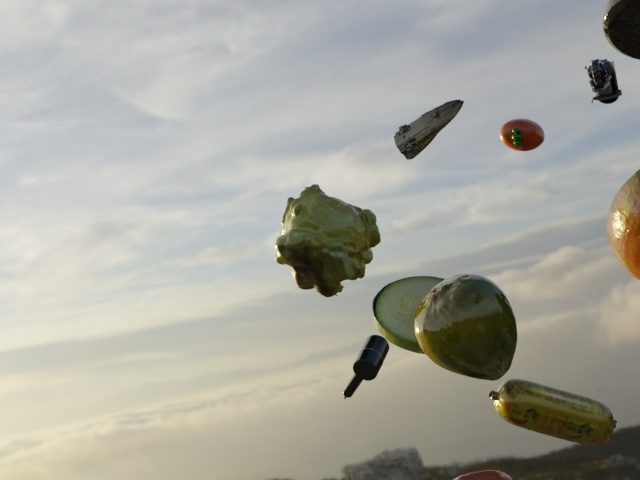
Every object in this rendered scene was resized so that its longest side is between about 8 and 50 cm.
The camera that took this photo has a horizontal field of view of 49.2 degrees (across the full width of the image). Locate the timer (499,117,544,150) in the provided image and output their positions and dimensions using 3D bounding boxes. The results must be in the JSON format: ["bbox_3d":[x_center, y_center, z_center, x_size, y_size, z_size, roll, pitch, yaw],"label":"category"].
[{"bbox_3d":[0.602,-0.314,2.104,0.136,0.099,0.136,-2,22,1],"label":"timer"}]

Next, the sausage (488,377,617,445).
[{"bbox_3d":[0.595,0.438,1.789,0.347,0.123,0.123,15,-11,-3],"label":"sausage"}]

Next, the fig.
[{"bbox_3d":[0.309,0.177,1.451,0.230,0.207,0.207,31,-34,-30],"label":"fig"}]

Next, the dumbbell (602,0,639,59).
[{"bbox_3d":[0.526,-0.400,1.068,0.152,0.218,0.152,18,-23,8],"label":"dumbbell"}]

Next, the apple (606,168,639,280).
[{"bbox_3d":[0.781,-0.005,1.592,0.254,0.346,0.179,14,56,44],"label":"apple"}]

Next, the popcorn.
[{"bbox_3d":[0.010,-0.004,2.033,0.312,0.312,0.312,-13,-9,-2],"label":"popcorn"}]

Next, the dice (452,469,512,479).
[{"bbox_3d":[0.422,0.712,1.799,0.173,0.179,0.175,-8,-42,0],"label":"dice"}]

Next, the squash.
[{"bbox_3d":[0.248,0.177,1.683,0.252,0.252,0.049,-12,-53,-11],"label":"squash"}]

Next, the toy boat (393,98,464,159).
[{"bbox_3d":[0.265,-0.281,1.712,0.210,0.084,0.066,-34,-24,32],"label":"toy boat"}]

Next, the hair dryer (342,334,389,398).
[{"bbox_3d":[0.111,0.367,1.930,0.219,0.071,0.124,-63,-7,34],"label":"hair dryer"}]

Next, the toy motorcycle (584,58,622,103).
[{"bbox_3d":[0.742,-0.417,1.846,0.080,0.123,0.215,-10,8,31],"label":"toy motorcycle"}]
